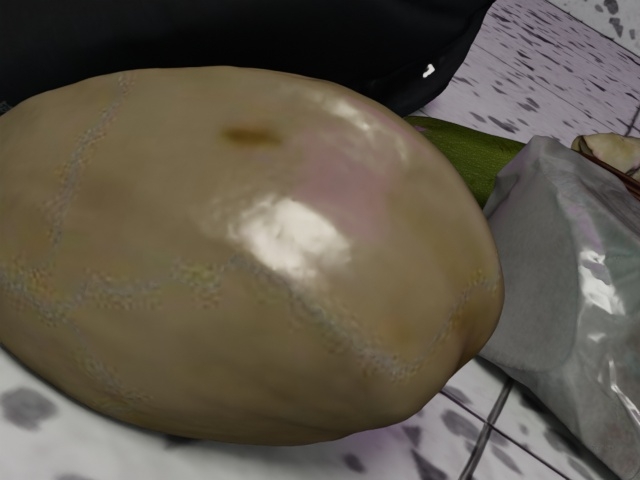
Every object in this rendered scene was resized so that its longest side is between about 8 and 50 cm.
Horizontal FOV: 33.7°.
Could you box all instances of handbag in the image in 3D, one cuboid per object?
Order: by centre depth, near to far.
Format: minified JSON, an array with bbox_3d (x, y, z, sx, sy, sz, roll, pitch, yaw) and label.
[{"bbox_3d":[-0.046,-0.131,0.561,0.275,0.302,0.177,-8,88,-61],"label":"handbag"}]

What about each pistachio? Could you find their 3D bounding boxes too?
[{"bbox_3d":[-0.044,0.005,0.436,0.238,0.153,0.138,7,9,13],"label":"pistachio"}]

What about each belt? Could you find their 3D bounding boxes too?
[{"bbox_3d":[0.229,0.079,0.639,0.339,0.122,0.217,43,24,24],"label":"belt"}]

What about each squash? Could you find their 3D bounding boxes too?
[{"bbox_3d":[0.118,-0.057,0.844,0.252,0.066,0.066,10,30,-41],"label":"squash"}]

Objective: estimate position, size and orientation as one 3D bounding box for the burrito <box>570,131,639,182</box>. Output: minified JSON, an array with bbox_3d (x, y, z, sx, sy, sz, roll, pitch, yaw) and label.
[{"bbox_3d":[0.342,0.036,0.833,0.175,0.107,0.347,-21,59,-28],"label":"burrito"}]
